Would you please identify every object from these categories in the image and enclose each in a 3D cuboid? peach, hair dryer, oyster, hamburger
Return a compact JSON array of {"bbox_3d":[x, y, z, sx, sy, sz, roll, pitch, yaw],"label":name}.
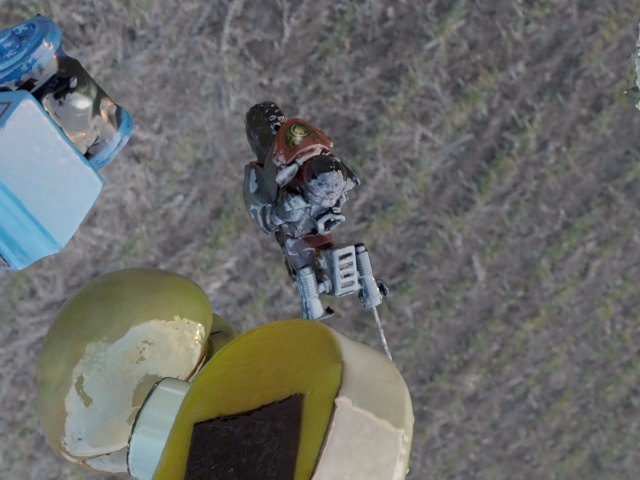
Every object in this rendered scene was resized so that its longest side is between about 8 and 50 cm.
[{"bbox_3d":[-0.244,0.182,1.646,0.292,0.247,0.292,-15,132,-16],"label":"peach"},{"bbox_3d":[-0.094,0.307,1.441,0.203,0.128,0.362,14,145,14],"label":"hair dryer"},{"bbox_3d":[0.388,-0.232,1.424,0.051,0.103,0.148,6,110,8],"label":"oyster"},{"bbox_3d":[-0.030,0.210,1.029,0.227,0.295,0.151,-10,135,40],"label":"hamburger"}]

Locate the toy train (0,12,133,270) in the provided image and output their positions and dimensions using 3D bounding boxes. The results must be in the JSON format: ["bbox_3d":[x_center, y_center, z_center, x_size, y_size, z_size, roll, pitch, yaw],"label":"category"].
[{"bbox_3d":[-0.367,-0.097,1.329,0.300,0.265,0.188,0,139,38],"label":"toy train"}]

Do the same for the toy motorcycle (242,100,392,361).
[{"bbox_3d":[0.000,0.000,1.682,0.134,0.400,0.207,-19,-169,-27],"label":"toy motorcycle"}]
